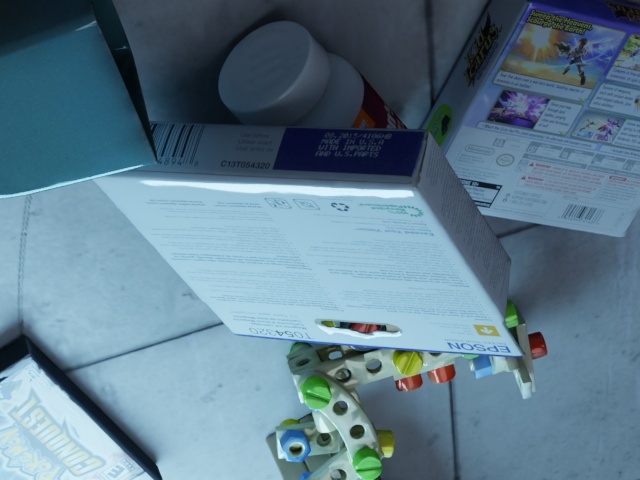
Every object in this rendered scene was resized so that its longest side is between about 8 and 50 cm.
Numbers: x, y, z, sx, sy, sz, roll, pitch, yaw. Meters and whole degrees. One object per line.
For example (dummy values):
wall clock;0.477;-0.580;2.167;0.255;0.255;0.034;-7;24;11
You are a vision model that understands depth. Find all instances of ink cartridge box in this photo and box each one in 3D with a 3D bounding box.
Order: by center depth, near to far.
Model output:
ink cartridge box;0.000;0.000;1.698;0.324;0.071;0.330;3;154;26

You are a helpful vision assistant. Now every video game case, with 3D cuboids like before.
video game case;0.248;-0.129;1.841;0.269;0.061;0.244;8;126;-31
video game case;-0.334;0.246;1.919;0.248;0.035;0.275;-32;135;5

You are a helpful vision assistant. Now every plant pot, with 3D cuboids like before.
plant pot;-0.280;-0.134;1.527;0.234;0.165;0.165;-19;134;1

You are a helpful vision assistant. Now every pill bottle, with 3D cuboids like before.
pill bottle;0.006;-0.100;1.713;0.121;0.121;0.221;-37;135;9

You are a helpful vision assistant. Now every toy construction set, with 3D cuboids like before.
toy construction set;0.099;0.141;1.948;0.328;0.151;0.215;-21;110;-17

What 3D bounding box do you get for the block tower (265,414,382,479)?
block tower;0.050;0.331;2.132;0.091;0.097;0.335;-29;136;2
